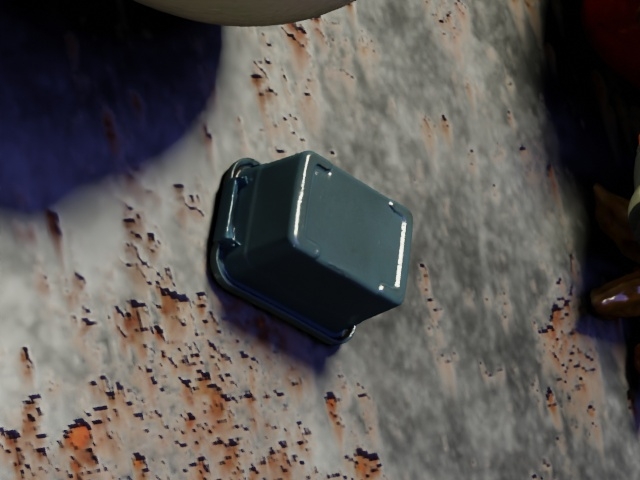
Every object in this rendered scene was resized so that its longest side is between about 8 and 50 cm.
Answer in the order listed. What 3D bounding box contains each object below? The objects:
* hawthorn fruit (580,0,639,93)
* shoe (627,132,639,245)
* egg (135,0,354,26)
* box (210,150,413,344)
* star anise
[{"bbox_3d":[0.287,-0.172,1.127,0.307,0.265,0.265,-37,102,-45],"label":"hawthorn fruit"},{"bbox_3d":[0.267,-0.023,1.108,0.194,0.074,0.077,14,58,-30],"label":"shoe"},{"bbox_3d":[-0.066,-0.218,0.854,0.264,0.174,0.286,-38,84,-28],"label":"egg"},{"bbox_3d":[0.000,0.000,0.914,0.099,0.054,0.074,30,54,-35],"label":"box"},{"bbox_3d":[0.224,0.027,1.134,0.168,0.057,0.167,20,61,-42],"label":"star anise"}]
